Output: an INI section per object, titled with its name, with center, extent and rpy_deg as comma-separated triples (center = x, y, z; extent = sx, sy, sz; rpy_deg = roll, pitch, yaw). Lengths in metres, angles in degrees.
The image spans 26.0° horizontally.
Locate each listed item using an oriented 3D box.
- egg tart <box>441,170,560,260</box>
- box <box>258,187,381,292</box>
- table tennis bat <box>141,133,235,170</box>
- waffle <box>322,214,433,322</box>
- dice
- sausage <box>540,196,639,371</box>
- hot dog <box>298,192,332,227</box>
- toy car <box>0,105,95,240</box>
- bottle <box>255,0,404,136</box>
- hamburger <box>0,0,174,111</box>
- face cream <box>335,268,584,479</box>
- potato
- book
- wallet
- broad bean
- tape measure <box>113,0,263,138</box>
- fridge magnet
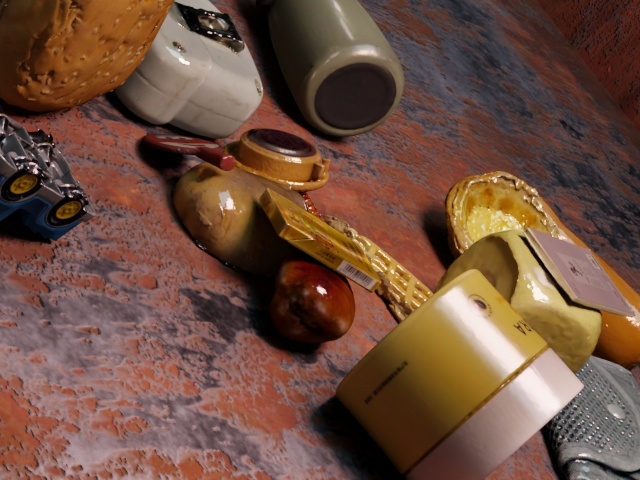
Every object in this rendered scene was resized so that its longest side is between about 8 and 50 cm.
[egg tart]
center = 0.269, -0.005, 2.110
extent = 0.212, 0.090, 0.213
rpy_deg = 13, 56, -20
[box]
center = 0.000, 0.000, 1.628
extent = 0.156, 0.022, 0.089
rpy_deg = 33, 14, -32
[table tennis bat]
center = -0.151, -0.109, 1.660
extent = 0.098, 0.019, 0.154
rpy_deg = 0, 15, -37
[waffle]
center = 0.071, 0.048, 1.843
extent = 0.191, 0.032, 0.125
rpy_deg = 38, 27, -10
[dice]
center = 0.266, 0.102, 1.885
extent = 0.169, 0.169, 0.166
rpy_deg = 30, 29, -30
[sausage]
center = 0.392, 0.058, 2.208
extent = 0.116, 0.134, 0.354
rpy_deg = -38, 77, -23
[hot dog]
center = -0.015, -0.020, 1.796
extent = 0.062, 0.038, 0.144
rpy_deg = 19, 34, -43
[toy car]
center = -0.304, -0.059, 1.346
extent = 0.097, 0.100, 0.191
rpy_deg = 56, 7, 25
[bottle]
center = -0.001, -0.319, 2.151
extent = 0.168, 0.168, 0.347
rpy_deg = 24, 27, -38
[hamburger]
center = -0.251, -0.268, 1.518
extent = 0.144, 0.283, 0.259
rpy_deg = 41, 29, 15
[face cream]
center = 0.153, 0.167, 1.545
extent = 0.179, 0.218, 0.218
rpy_deg = 48, 24, 10
[potato]
center = -0.081, -0.034, 1.669
extent = 0.200, 0.081, 0.164
rpy_deg = 15, 38, -44
[book]
center = 0.354, 0.046, 1.887
extent = 0.181, 0.014, 0.127
rpy_deg = 15, 37, -51
[wallet]
center = 0.404, 0.260, 1.978
extent = 0.237, 0.075, 0.342
rpy_deg = 30, 28, -24
[broad bean]
center = -0.008, 0.065, 1.616
extent = 0.114, 0.084, 0.165
rpy_deg = 64, 15, -15
[tape measure]
center = -0.194, -0.258, 1.788
extent = 0.246, 0.125, 0.243
rpy_deg = 14, 39, -48
[fridge magnet]
center = -0.056, -0.104, 1.804
extent = 0.143, 0.063, 0.143
rpy_deg = 15, 22, -6
